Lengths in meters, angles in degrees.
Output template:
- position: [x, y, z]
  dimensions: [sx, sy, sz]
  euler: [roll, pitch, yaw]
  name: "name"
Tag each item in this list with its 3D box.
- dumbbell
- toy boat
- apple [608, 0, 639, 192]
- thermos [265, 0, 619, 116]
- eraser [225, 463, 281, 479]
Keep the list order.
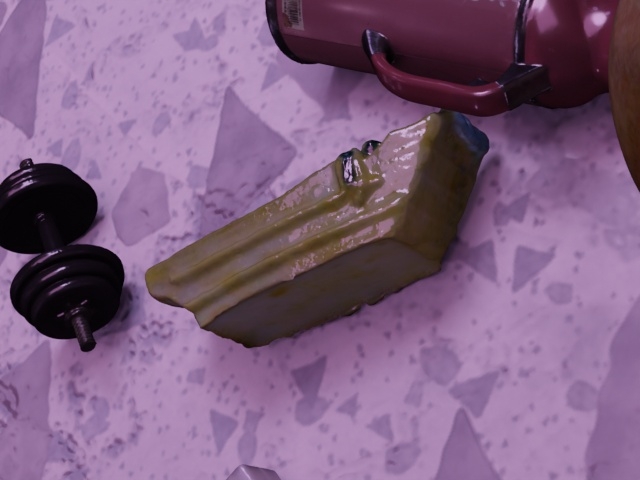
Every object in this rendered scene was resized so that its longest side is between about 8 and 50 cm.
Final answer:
- position: [-0.225, 0.009, 1.254]
  dimensions: [0.099, 0.099, 0.208]
  euler: [-39, 54, 19]
  name: "dumbbell"
- position: [0.003, 0.005, 1.083]
  dimensions: [0.276, 0.111, 0.084]
  euler: [-28, 64, 21]
  name: "toy boat"
- position: [0.288, -0.090, 0.830]
  dimensions: [0.256, 0.234, 0.257]
  euler: [-8, 75, 32]
  name: "apple"
- position: [0.108, -0.156, 1.050]
  dimensions: [0.330, 0.136, 0.110]
  euler: [16, 110, 38]
  name: "thermos"
- position: [-0.014, 0.270, 1.037]
  dimensions: [0.095, 0.052, 0.225]
  euler: [-51, 53, 13]
  name: "eraser"
